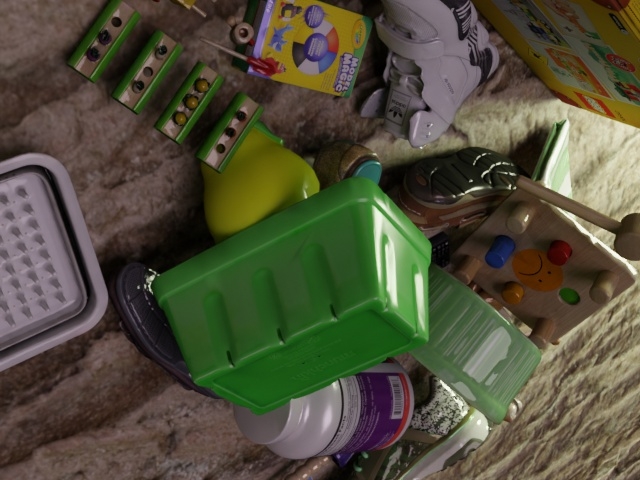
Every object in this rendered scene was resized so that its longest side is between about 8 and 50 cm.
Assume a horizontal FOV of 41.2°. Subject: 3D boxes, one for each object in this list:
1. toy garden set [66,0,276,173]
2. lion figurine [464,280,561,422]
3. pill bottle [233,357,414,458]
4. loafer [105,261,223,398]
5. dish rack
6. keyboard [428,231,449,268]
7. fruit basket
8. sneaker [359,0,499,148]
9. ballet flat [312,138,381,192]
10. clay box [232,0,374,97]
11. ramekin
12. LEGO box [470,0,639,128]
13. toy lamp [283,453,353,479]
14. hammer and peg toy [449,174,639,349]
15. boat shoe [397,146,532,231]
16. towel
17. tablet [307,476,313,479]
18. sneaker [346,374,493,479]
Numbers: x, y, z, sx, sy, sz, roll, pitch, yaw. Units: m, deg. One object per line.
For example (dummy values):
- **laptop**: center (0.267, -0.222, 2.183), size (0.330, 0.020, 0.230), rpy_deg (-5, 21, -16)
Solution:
- **toy garden set**: center (-0.170, -0.240, 1.116), size (0.244, 0.049, 0.204), rpy_deg (35, 83, -20)
- **lion figurine**: center (0.351, 0.179, 1.734), size (0.240, 0.142, 0.392), rpy_deg (-28, 113, -12)
- **pill bottle**: center (0.007, 0.274, 1.448), size (0.323, 0.181, 0.181), rpy_deg (11, 106, -50)
- **loafer**: center (-0.241, 0.150, 1.298), size (0.302, 0.095, 0.109), rpy_deg (54, 40, -38)
- **dish rack**: center (-0.463, 0.047, 1.097), size (0.333, 0.072, 0.285), rpy_deg (-25, 124, -24)
- **keyboard**: center (0.168, 0.044, 1.585), size (0.180, 0.023, 0.108), rpy_deg (-28, 126, -23)
- **fruit basket**: center (-0.052, 0.014, 1.232), size (0.392, 0.392, 0.283), rpy_deg (-52, 139, -2)
- **sneaker**: center (0.142, -0.269, 1.291), size (0.210, 0.137, 0.366), rpy_deg (-58, 150, 4)
- **ballet flat**: center (0.000, 0.000, 1.381), size (0.123, 0.123, 0.348), rpy_deg (2, 115, -37)
- **clay box**: center (-0.011, -0.291, 1.261), size (0.222, 0.053, 0.127), rpy_deg (6, 109, -37)
- **ramekin**: center (0.244, 0.173, 1.515), size (0.148, 0.303, 0.303), rpy_deg (-50, 132, -1)
- **LEGO box**: center (0.457, -0.370, 1.347), size (0.500, 0.372, 0.193), rpy_deg (31, 93, -42)
- **toy lamp**: center (-0.041, 0.443, 1.606), size (0.274, 0.080, 0.080), rpy_deg (-34, 128, -15)
- **hammer and peg toy**: center (0.405, 0.013, 1.478), size (0.127, 0.266, 0.361), rpy_deg (-47, 175, -40)
- **boat shoe**: center (0.249, -0.085, 1.526), size (0.324, 0.122, 0.120), rpy_deg (-8, 140, -40)
- **towel**: center (0.470, -0.044, 1.669), size (0.248, 0.038, 0.325), rpy_deg (-59, 140, -44)
- **tablet**: center (-0.034, 0.494, 1.682), size (0.054, 0.006, 0.083), rpy_deg (-35, 130, -17)
- **sneaker**: center (0.130, 0.411, 1.699), size (0.410, 0.158, 0.182), rpy_deg (-34, 87, -2)
